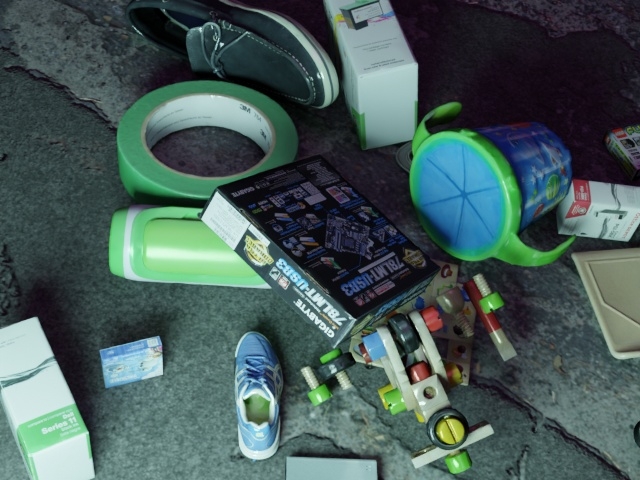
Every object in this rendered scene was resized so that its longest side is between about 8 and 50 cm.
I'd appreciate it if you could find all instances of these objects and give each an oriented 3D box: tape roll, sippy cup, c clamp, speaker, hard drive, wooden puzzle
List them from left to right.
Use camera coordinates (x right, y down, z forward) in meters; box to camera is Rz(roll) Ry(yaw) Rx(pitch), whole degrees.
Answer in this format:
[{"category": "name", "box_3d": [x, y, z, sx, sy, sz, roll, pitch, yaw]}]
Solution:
[{"category": "speaker", "box_3d": [-0.191, 0.010, 1.577, 0.297, 0.131, 0.131, 4, 52, -5]}, {"category": "tape roll", "box_3d": [-0.202, -0.163, 1.722, 0.321, 0.077, 0.321, 4, 47, -5]}, {"category": "hard drive", "box_3d": [0.015, 0.363, 1.393, 0.135, 0.022, 0.094, 3, 52, -5]}, {"category": "c clamp", "box_3d": [0.219, -0.159, 1.829, 0.137, 0.022, 0.161, -31, 61, -28]}, {"category": "sippy cup", "box_3d": [0.316, -0.106, 1.689, 0.224, 0.240, 0.305, -22, 100, -34]}, {"category": "wooden puzzle", "box_3d": [0.571, 0.106, 1.662, 0.221, 0.044, 0.238, -4, 48, -10]}]

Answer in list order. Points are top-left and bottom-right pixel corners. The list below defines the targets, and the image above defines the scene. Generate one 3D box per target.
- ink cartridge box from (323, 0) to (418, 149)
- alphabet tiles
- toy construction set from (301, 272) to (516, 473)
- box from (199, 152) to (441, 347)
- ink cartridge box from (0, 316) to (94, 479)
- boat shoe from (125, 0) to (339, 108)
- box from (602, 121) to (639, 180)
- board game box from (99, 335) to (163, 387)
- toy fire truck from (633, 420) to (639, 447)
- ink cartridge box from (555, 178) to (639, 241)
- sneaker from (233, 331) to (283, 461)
[{"category": "ink cartridge box", "box_3d": [0.094, -0.348, 1.839, 0.117, 0.201, 0.278, -13, 54, -4]}, {"category": "alphabet tiles", "box_3d": [0.162, 0.122, 1.611, 0.198, 0.009, 0.237, 12, 51, 2]}, {"category": "toy construction set", "box_3d": [0.184, 0.212, 1.437, 0.309, 0.257, 0.237, -24, 81, -29]}, {"category": "box", "box_3d": [0.008, 0.004, 1.497, 0.293, 0.073, 0.295, 44, 33, 14]}, {"category": "ink cartridge box", "box_3d": [-0.400, 0.235, 1.356, 0.087, 0.153, 0.208, -20, 58, -22]}, {"category": "boat shoe", "box_3d": [-0.178, -0.374, 1.851, 0.500, 0.186, 0.156, 33, 60, 23]}, {"category": "box", "box_3d": [0.680, -0.191, 1.906, 0.207, 0.036, 0.114, -13, 55, -17]}, {"category": "board game box", "box_3d": [-0.285, 0.185, 1.450, 0.090, 0.090, 0.020, -12, 57, -16]}, {"category": "toy fire truck", "box_3d": [0.633, 0.264, 1.488, 0.246, 0.158, 0.217, 19, 69, 6]}, {"category": "ink cartridge box", "box_3d": [0.508, -0.054, 1.736, 0.135, 0.099, 0.056, 6, 53, -2]}, {"category": "sneaker", "box_3d": [-0.091, 0.223, 1.451, 0.080, 0.081, 0.211, -3, 51, -8]}]
